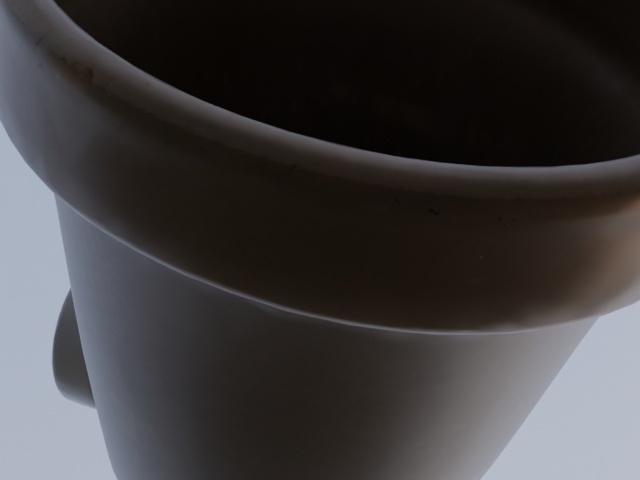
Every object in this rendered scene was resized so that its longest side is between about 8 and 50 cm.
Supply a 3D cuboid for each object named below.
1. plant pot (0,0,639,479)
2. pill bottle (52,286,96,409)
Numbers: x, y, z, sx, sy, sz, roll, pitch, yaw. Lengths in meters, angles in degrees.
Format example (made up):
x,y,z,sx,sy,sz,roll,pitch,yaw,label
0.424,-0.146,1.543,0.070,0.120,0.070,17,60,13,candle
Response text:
x,y,z,sx,sy,sz,roll,pitch,yaw,label
0.000,0.000,0.538,0.263,0.263,0.229,11,-56,-4,plant pot
-0.034,0.084,0.870,0.245,0.136,0.136,15,-68,18,pill bottle
